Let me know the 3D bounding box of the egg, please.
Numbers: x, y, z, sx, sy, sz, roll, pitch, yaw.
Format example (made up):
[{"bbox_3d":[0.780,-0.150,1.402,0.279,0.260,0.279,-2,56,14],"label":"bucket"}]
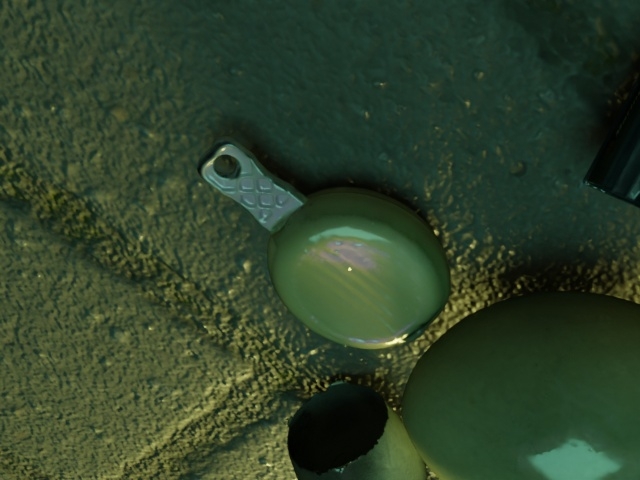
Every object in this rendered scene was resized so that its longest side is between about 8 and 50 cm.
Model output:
[{"bbox_3d":[0.191,0.132,0.518,0.253,0.186,0.186,-4,125,7],"label":"egg"}]

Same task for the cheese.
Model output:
[{"bbox_3d":[0.000,0.000,0.527,0.227,0.064,0.137,38,119,-20],"label":"cheese"}]

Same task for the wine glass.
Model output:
[{"bbox_3d":[0.057,0.259,0.671,0.127,0.126,0.241,-15,121,18],"label":"wine glass"}]

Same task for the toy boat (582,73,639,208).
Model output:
[{"bbox_3d":[0.256,-0.116,0.399,0.093,0.103,0.246,25,113,7],"label":"toy boat"}]
